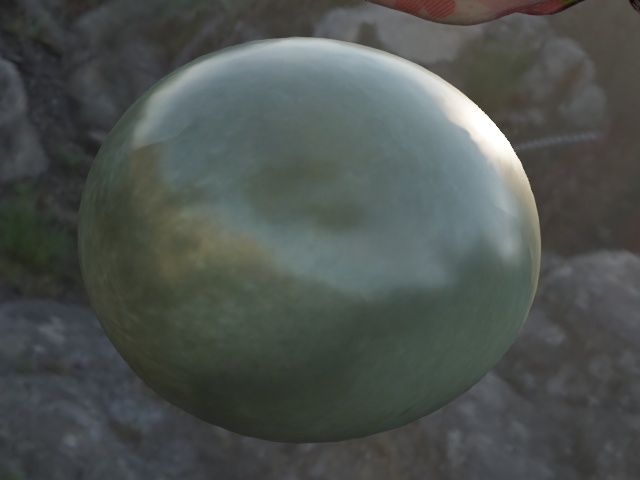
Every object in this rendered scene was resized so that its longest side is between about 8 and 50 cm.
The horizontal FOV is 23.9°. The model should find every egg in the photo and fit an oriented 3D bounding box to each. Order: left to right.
[{"bbox_3d":[0.000,0.000,0.971,0.352,0.258,0.258,13,22,-50],"label":"egg"}]

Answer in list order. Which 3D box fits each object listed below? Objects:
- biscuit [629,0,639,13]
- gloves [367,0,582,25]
[{"bbox_3d":[0.069,-0.123,0.435,0.234,0.030,0.153,51,9,-13],"label":"biscuit"},{"bbox_3d":[0.041,-0.158,0.652,0.241,0.126,0.145,16,2,-44],"label":"gloves"}]
